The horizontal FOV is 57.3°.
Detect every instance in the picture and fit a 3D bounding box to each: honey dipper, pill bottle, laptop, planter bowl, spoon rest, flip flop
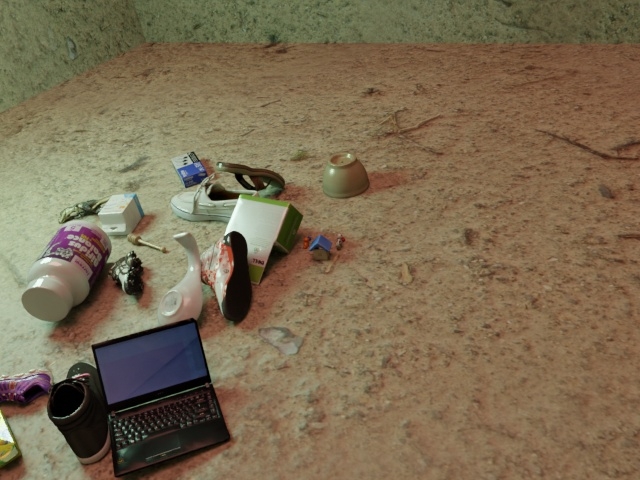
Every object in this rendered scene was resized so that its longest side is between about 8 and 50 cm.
[{"bbox_3d":[-0.552,0.009,1.868,0.160,0.030,0.030,15,42,29],"label":"honey dipper"},{"bbox_3d":[-0.726,0.086,1.676,0.169,0.169,0.301,-6,35,7],"label":"pill bottle"},{"bbox_3d":[-0.343,0.320,1.240,0.234,0.137,0.264,-14,34,-16],"label":"laptop"},{"bbox_3d":[0.080,-0.229,1.970,0.162,0.109,0.162,-7,35,5],"label":"planter bowl"},{"bbox_3d":[-0.364,0.119,1.558,0.137,0.084,0.276,-11,62,25],"label":"spoon rest"},{"bbox_3d":[-0.237,-0.206,1.968,0.112,0.080,0.277,6,-2,39],"label":"flip flop"}]

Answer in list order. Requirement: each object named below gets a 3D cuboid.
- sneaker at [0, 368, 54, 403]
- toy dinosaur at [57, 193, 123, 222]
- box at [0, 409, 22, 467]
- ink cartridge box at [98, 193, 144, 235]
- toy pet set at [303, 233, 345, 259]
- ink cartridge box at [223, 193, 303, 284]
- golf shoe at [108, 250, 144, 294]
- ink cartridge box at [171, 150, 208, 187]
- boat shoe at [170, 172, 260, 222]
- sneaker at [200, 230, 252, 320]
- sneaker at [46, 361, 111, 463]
[{"bbox_3d":[-0.720,0.355,1.379,0.170,0.068,0.071,-16,40,-9],"label":"sneaker"},{"bbox_3d":[-0.811,-0.119,2.098,0.268,0.064,0.118,-19,28,-17],"label":"toy dinosaur"},{"bbox_3d":[-0.722,0.445,1.268,0.105,0.043,0.179,-31,36,-27],"label":"box"},{"bbox_3d":[-0.676,-0.083,1.979,0.092,0.090,0.143,-4,34,10],"label":"ink cartridge box"},{"bbox_3d":[0.000,0.000,1.697,0.122,0.065,0.114,0,35,16],"label":"toy pet set"},{"bbox_3d":[-0.189,0.006,1.729,0.188,0.097,0.255,12,74,29],"label":"ink cartridge box"},{"bbox_3d":[-0.567,0.111,1.696,0.094,0.077,0.198,-25,28,-2],"label":"golf shoe"},{"bbox_3d":[-0.504,-0.275,2.252,0.097,0.046,0.207,-22,36,-15],"label":"ink cartridge box"},{"bbox_3d":[-0.354,-0.148,1.926,0.367,0.156,0.136,11,40,28],"label":"boat shoe"},{"bbox_3d":[-0.267,0.116,1.595,0.145,0.090,0.270,-30,50,33],"label":"sneaker"},{"bbox_3d":[-0.532,0.331,1.287,0.104,0.147,0.296,-21,35,-14],"label":"sneaker"}]
